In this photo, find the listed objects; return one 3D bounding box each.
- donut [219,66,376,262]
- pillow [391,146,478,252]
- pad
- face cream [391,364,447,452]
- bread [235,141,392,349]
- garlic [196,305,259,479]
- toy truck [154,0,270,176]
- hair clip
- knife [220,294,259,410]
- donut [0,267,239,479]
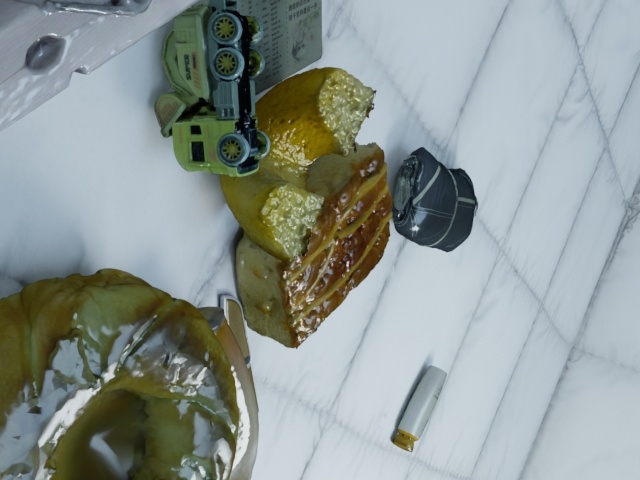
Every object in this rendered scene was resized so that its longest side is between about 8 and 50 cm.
[{"bbox_3d":[-0.051,-0.103,1.219,0.101,0.152,0.259,40,66,-44],"label":"donut"},{"bbox_3d":[0.207,-0.066,1.730,0.335,0.092,0.162,14,91,-62],"label":"pillow"},{"bbox_3d":[-0.069,-0.262,1.223,0.265,0.009,0.160,-38,138,-44],"label":"pad"},{"bbox_3d":[0.207,0.348,2.020,0.182,0.051,0.072,-62,154,-14],"label":"face cream"},{"bbox_3d":[0.000,0.000,1.394,0.275,0.114,0.185,-48,144,-39],"label":"bread"},{"bbox_3d":[-0.154,0.216,1.255,0.143,0.112,0.318,-26,137,-24],"label":"garlic"},{"bbox_3d":[-0.125,-0.167,1.074,0.085,0.116,0.191,-36,125,-69],"label":"toy truck"},{"bbox_3d":[-0.216,-0.220,0.912,0.331,0.085,0.101,-47,142,-34],"label":"hair clip"},{"bbox_3d":[-0.114,0.171,1.391,0.046,0.022,0.256,-41,140,-36],"label":"knife"},{"bbox_3d":[-0.238,0.205,1.015,0.360,0.170,0.360,-14,110,-45],"label":"donut"}]
